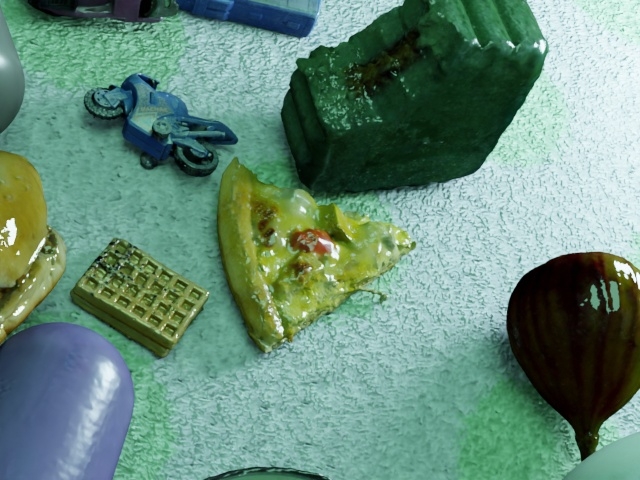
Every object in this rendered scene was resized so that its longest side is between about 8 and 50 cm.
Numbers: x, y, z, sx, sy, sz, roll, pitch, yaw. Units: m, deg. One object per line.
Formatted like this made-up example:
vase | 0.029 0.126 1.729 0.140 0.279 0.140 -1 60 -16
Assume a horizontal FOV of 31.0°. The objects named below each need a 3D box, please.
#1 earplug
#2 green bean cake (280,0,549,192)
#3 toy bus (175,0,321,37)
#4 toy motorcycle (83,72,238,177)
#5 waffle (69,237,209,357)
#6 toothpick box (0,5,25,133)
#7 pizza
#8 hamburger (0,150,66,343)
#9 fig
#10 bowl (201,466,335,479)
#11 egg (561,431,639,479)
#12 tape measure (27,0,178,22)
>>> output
earplug | -0.319 0.281 1.170 0.215 0.215 0.456 22 50 -6
green bean cake | 0.121 -0.216 1.587 0.300 0.308 0.169 -4 59 -25
toy bus | -0.115 -0.379 1.748 0.236 0.079 0.094 10 57 -14
toy motorcycle | -0.219 -0.163 1.577 0.205 0.076 0.114 31 46 0
waffle | -0.225 0.068 1.436 0.148 0.042 0.102 32 53 3
toothpick box | -0.486 -0.235 1.438 0.229 0.229 0.316 -12 60 -27
pizza | 0.000 0.000 1.545 0.287 0.075 0.280 -10 63 -25
hamburger | -0.451 0.015 1.268 0.284 0.174 0.304 5 31 14
fig | 0.358 0.180 1.504 0.216 0.217 0.321 1 76 -20
bowl | -0.061 0.428 1.172 0.353 0.185 0.354 10 55 -15
egg | 0.406 0.359 1.335 0.388 0.276 0.276 -21 68 -31
tape measure | -0.330 -0.432 1.656 0.245 0.149 0.232 -4 63 -18
